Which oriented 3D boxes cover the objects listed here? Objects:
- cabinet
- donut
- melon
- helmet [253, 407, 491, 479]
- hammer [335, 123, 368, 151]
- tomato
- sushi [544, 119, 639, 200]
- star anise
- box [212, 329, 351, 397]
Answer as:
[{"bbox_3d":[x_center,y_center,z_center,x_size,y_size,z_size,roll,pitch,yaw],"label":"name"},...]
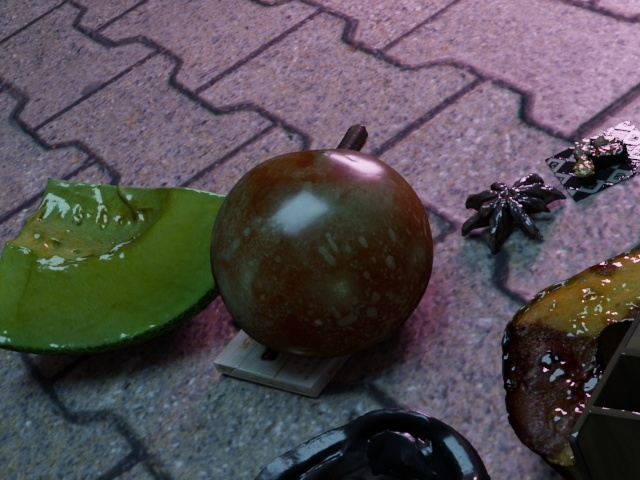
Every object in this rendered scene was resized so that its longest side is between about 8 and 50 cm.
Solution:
[{"bbox_3d":[0.361,0.160,1.204,0.174,0.148,0.215,5,43,38],"label":"cabinet"},{"bbox_3d":[0.264,0.138,1.338,0.151,0.112,0.295,0,40,40],"label":"donut"},{"bbox_3d":[-0.248,0.017,1.767,0.343,0.226,0.331,9,34,23],"label":"melon"},{"bbox_3d":[0.052,0.278,1.253,0.253,0.154,0.198,-40,52,12],"label":"helmet"},{"bbox_3d":[-0.007,-0.069,1.880,0.125,0.027,0.297,0,41,35],"label":"hammer"},{"bbox_3d":[0.000,0.000,1.562,0.270,0.223,0.270,3,29,-2],"label":"tomato"},{"bbox_3d":[0.361,-0.114,1.691,0.126,0.026,0.120,-24,32,2],"label":"sushi"},{"bbox_3d":[0.237,-0.042,1.664,0.141,0.042,0.141,-18,32,12],"label":"star anise"},{"bbox_3d":[-0.045,0.141,1.616,0.167,0.024,0.090,9,46,40],"label":"box"}]
